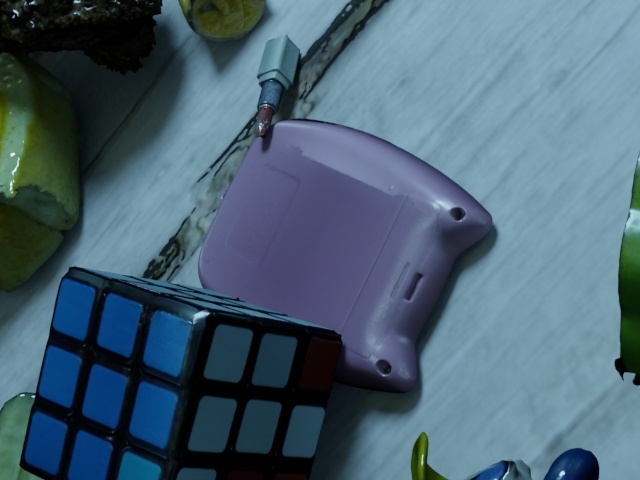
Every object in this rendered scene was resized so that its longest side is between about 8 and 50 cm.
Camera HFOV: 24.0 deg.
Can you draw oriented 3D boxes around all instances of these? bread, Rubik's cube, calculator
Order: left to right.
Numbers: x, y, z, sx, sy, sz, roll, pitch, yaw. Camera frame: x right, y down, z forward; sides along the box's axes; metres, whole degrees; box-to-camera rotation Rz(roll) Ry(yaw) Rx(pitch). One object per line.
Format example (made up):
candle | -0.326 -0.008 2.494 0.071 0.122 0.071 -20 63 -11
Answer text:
bread | -0.322 -0.083 1.502 0.186 0.124 0.257 -14 62 30
Rubik's cube | -0.105 0.119 1.131 0.160 0.163 0.162 16 91 40
calculator | -0.001 0.000 1.223 0.294 0.043 0.194 26 91 47

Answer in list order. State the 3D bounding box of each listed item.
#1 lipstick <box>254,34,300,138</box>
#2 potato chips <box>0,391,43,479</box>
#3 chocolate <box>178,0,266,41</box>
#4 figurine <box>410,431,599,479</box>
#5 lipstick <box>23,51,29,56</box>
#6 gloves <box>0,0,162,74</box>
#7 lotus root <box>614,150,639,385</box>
lipstick | -0.042 -0.130 1.310 0.025 0.025 0.107 -17 46 34
potato chips | -0.259 0.321 1.307 0.358 0.070 0.429 13 82 42
chocolate | -0.119 -0.281 1.434 0.085 0.085 0.219 -44 45 19
figurine | 0.060 0.259 1.006 0.338 0.204 0.283 -46 39 2
lipstick | -0.306 -0.259 1.609 0.063 0.057 0.186 21 92 17
gloves | -0.268 -0.245 1.449 0.312 0.210 0.135 43 128 50
lotus root | 0.279 0.013 0.895 0.186 0.186 0.186 -19 60 36
